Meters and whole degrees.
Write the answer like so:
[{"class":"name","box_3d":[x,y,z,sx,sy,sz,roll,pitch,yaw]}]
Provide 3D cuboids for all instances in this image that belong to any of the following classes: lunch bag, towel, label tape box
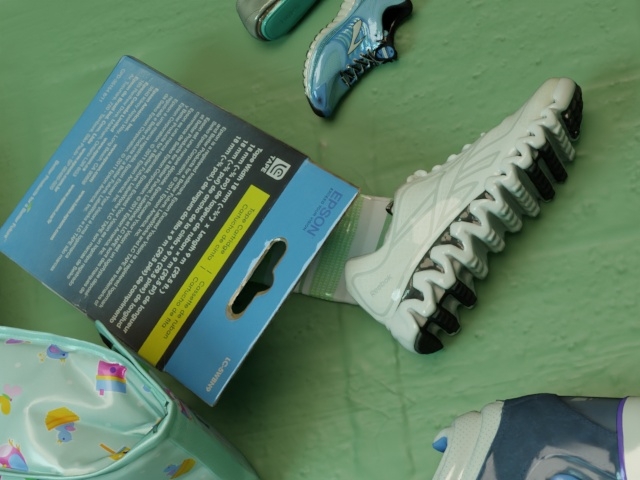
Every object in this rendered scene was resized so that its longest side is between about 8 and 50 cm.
[{"class":"lunch bag","box_3d":[-0.201,0.179,1.145,0.262,0.223,0.160,0,61,20]},{"class":"towel","box_3d":[0.000,0.000,1.260,0.152,0.023,0.113,11,72,24]},{"class":"label tape box","box_3d":[-0.128,-0.005,1.249,0.333,0.106,0.241,32,85,32]}]

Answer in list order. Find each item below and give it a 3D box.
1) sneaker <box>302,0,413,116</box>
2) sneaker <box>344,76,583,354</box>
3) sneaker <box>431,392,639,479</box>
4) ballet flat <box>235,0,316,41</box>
[{"class":"sneaker","box_3d":[0.039,-0.196,1.305,0.073,0.063,0.162,25,79,24]},{"class":"sneaker","box_3d":[0.133,-0.041,1.178,0.118,0.110,0.292,34,83,29]},{"class":"sneaker","box_3d":[0.177,0.284,1.028,0.236,0.130,0.323,-10,70,27]},{"class":"ballet flat","box_3d":[-0.002,-0.298,1.359,0.213,0.072,0.068,-39,56,2]}]
